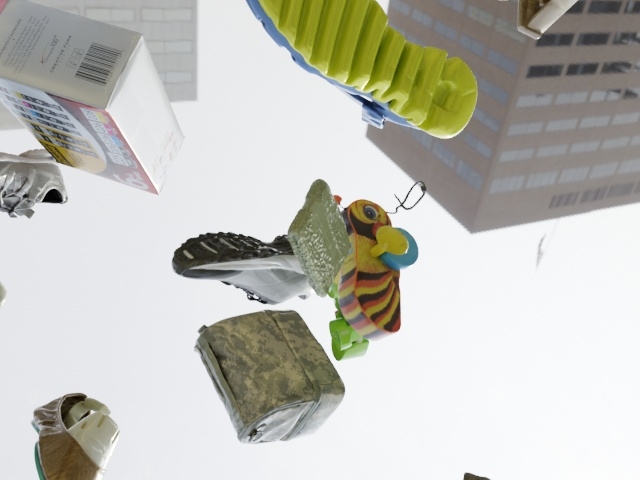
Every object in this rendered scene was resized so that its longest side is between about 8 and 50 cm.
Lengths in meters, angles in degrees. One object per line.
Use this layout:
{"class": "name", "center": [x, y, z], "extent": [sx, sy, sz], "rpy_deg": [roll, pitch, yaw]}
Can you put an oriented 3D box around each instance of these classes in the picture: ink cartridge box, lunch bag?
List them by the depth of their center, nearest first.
{"class": "ink cartridge box", "center": [-0.390, -0.220, 0.969], "extent": [0.272, 0.309, 0.130], "rpy_deg": [18, -107, 5]}
{"class": "lunch bag", "center": [-0.135, 0.317, 1.447], "extent": [0.256, 0.212, 0.305], "rpy_deg": [5, -139, -44]}

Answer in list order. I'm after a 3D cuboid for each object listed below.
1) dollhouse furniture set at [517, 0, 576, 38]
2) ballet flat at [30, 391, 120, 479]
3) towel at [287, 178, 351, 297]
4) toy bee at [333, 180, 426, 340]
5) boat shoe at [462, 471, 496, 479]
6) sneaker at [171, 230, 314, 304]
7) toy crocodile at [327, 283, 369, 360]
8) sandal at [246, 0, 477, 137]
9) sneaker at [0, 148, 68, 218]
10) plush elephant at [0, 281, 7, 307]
{"class": "dollhouse furniture set", "center": [0.284, -0.439, 0.923], "extent": [0.242, 0.161, 0.212], "rpy_deg": [19, -117, -16]}
{"class": "ballet flat", "center": [-0.398, 0.325, 1.010], "extent": [0.124, 0.116, 0.342], "rpy_deg": [-39, -161, -20]}
{"class": "towel", "center": [0.000, 0.000, 0.836], "extent": [0.027, 0.148, 0.110], "rpy_deg": [8, -127, 27]}
{"class": "toy bee", "center": [0.065, 0.006, 0.999], "extent": [0.162, 0.195, 0.298], "rpy_deg": [25, -145, -18]}
{"class": "boat shoe", "center": [0.244, 0.588, 1.163], "extent": [0.096, 0.335, 0.112], "rpy_deg": [28, -170, 10]}
{"class": "sneaker", "center": [-0.094, 0.049, 0.904], "extent": [0.272, 0.107, 0.100], "rpy_deg": [4, -161, -44]}
{"class": "toy crocodile", "center": [0.062, 0.114, 1.252], "extent": [0.115, 0.340, 0.105], "rpy_deg": [-17, -146, -19]}
{"class": "sandal", "center": [0.035, -0.216, 0.721], "extent": [0.317, 0.126, 0.138], "rpy_deg": [32, 169, -31]}
{"class": "sneaker", "center": [-0.546, -0.088, 1.074], "extent": [0.115, 0.105, 0.281], "rpy_deg": [59, -154, -4]}
{"class": "plush elephant", "center": [-0.681, 0.225, 1.058], "extent": [0.272, 0.330, 0.255], "rpy_deg": [-31, -97, -5]}
